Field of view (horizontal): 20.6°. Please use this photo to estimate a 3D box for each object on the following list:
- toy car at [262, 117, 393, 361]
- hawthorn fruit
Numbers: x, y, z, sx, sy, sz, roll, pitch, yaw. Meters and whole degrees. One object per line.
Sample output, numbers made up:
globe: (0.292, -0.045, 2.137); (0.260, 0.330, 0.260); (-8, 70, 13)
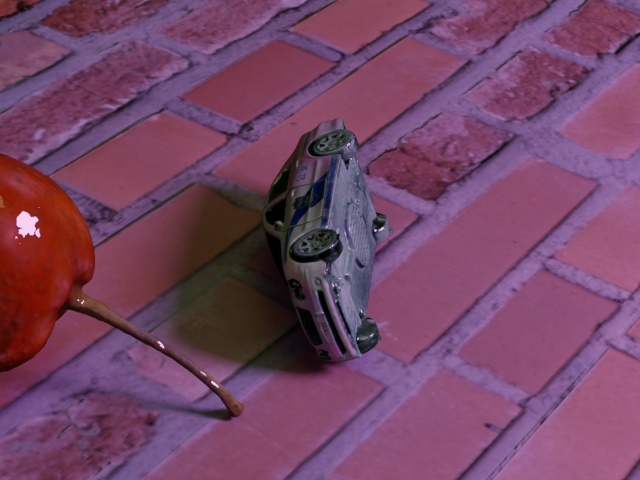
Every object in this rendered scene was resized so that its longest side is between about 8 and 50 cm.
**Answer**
toy car: (0.000, 0.000, 1.272); (0.076, 0.090, 0.224); (-13, 31, 14)
hawthorn fruit: (-0.175, 0.038, 1.122); (0.285, 0.165, 0.165); (21, 34, -1)
